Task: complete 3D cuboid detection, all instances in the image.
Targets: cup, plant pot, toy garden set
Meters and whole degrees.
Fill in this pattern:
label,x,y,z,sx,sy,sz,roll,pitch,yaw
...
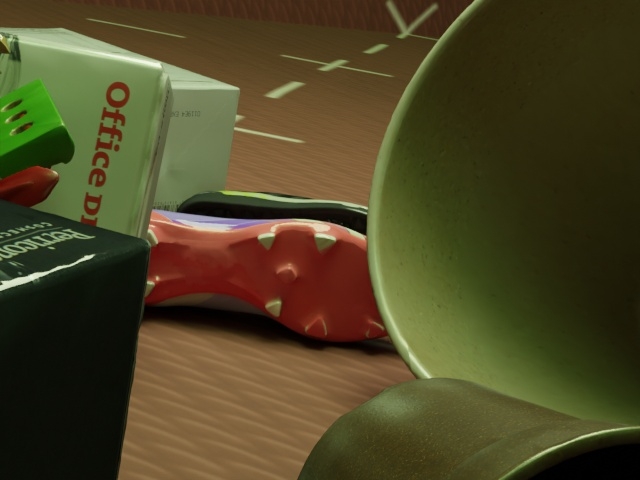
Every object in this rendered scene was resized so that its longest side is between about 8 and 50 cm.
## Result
label,x,y,z,sx,sy,sz,roll,pitch,yaw
cup,0.228,-0.002,0.948,0.331,0.331,0.237,23,-6,43
plant pot,0.069,0.130,0.562,0.167,0.167,0.165,5,6,-19
toy garden set,-0.233,0.015,0.803,0.244,0.049,0.204,-29,25,-6

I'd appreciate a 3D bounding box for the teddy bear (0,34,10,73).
label,x,y,z,sx,sy,sz,roll,pitch,yaw
teddy bear,-0.281,-0.098,0.561,0.338,0.113,0.245,11,12,6

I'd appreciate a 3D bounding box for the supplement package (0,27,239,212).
label,x,y,z,sx,sy,sz,roll,pitch,yaw
supplement package,-0.204,-0.090,1.273,0.139,0.134,0.244,-5,20,-45

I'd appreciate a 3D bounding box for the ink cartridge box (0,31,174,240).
label,x,y,z,sx,sy,sz,roll,pitch,yaw
ink cartridge box,-0.222,-0.041,0.952,0.237,0.172,0.100,11,-6,1

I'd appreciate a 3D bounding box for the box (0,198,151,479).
label,x,y,z,sx,sy,sz,roll,pitch,yaw
box,-0.276,0.071,0.491,0.312,0.179,0.343,16,15,18

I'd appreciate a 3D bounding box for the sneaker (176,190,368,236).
label,x,y,z,sx,sy,sz,roll,pitch,yaw
sneaker,0.000,0.000,1.156,0.234,0.084,0.097,16,14,24

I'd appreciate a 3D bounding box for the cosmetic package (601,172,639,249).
label,x,y,z,sx,sy,sz,roll,pitch,yaw
cosmetic package,0.334,0.008,1.212,0.385,0.156,0.217,9,14,-8

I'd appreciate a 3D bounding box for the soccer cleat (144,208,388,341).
label,x,y,z,sx,sy,sz,roll,pitch,yaw
soccer cleat,-0.053,0.018,1.069,0.248,0.083,0.095,6,10,-4
